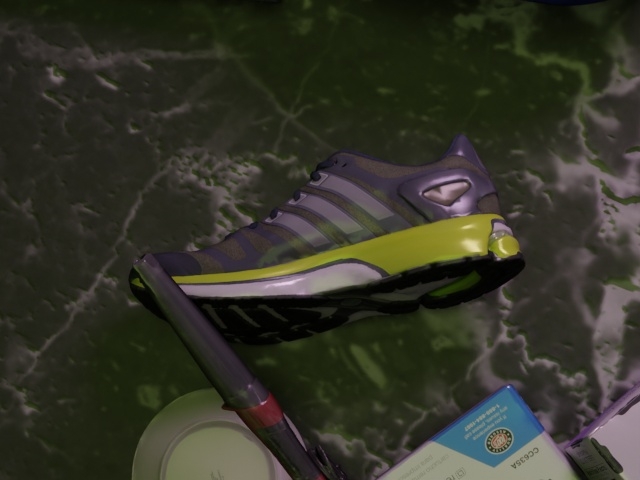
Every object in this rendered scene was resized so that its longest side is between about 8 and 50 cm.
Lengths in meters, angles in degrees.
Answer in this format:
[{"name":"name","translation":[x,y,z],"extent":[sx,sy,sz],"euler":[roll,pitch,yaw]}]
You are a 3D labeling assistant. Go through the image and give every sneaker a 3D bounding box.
[{"name":"sneaker","translation":[0.000,0.000,1.287],"extent":[0.299,0.111,0.121],"euler":[-9,65,4]}]

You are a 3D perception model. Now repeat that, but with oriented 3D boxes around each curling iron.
[{"name":"curling iron","translation":[-0.053,0.118,1.243],"extent":[0.035,0.068,0.274],"euler":[-40,109,0]}]

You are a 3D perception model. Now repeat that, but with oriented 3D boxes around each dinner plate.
[{"name":"dinner plate","translation":[-0.078,0.185,1.308],"extent":[0.141,0.017,0.141],"euler":[0,85,6]}]

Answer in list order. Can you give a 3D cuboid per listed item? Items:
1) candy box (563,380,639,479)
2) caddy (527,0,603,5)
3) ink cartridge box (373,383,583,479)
[{"name":"candy box","translation":[0.306,0.174,1.234],"extent":[0.165,0.070,0.196],"euler":[-37,83,-15]},{"name":"caddy","translation":[0.142,-0.309,1.253],"extent":[0.341,0.179,0.241],"euler":[8,87,5]},{"name":"ink cartridge box","translation":[0.142,0.222,1.256],"extent":[0.139,0.082,0.191],"euler":[-37,82,0]}]
